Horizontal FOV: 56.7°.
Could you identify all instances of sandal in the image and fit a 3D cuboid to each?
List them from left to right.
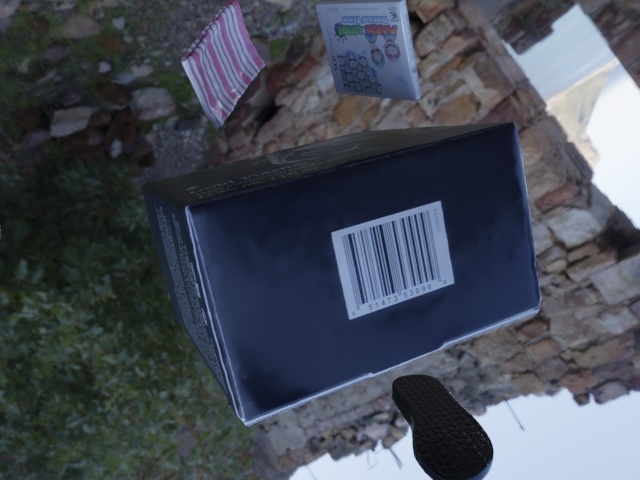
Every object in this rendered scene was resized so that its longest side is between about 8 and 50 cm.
[{"bbox_3d":[0.271,0.441,1.350,0.168,0.107,0.446,-2,-168,-3],"label":"sandal"}]

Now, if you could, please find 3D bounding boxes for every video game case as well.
[{"bbox_3d":[0.069,-0.279,0.872,0.157,0.143,0.019,18,-133,40],"label":"video game case"}]

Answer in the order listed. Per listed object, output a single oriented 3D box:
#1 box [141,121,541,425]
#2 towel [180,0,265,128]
[{"bbox_3d":[0.000,0.000,0.973,0.480,0.297,0.472,-17,-167,-20],"label":"box"},{"bbox_3d":[-0.170,-0.318,1.066,0.029,0.144,0.197,5,-128,26],"label":"towel"}]
